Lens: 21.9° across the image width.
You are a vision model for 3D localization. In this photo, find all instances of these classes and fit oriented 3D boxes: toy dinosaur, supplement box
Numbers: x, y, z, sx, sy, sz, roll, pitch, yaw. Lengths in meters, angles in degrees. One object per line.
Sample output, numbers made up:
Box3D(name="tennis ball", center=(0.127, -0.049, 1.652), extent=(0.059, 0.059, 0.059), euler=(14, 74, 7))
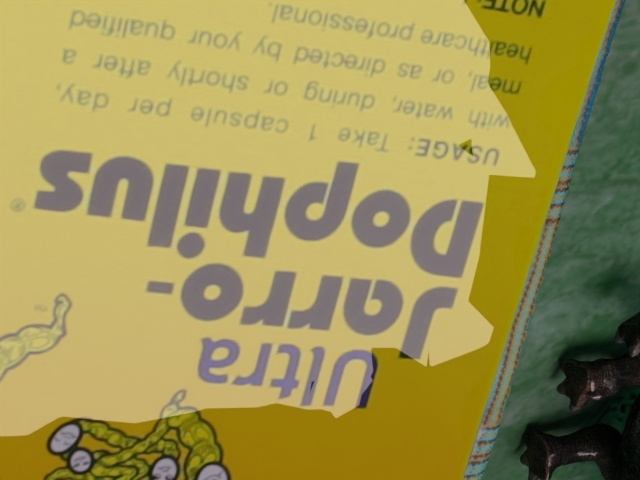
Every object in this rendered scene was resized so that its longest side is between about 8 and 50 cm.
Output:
Box3D(name="toy dinosaur", center=(0.223, 0.101, 0.983), extent=(0.160, 0.121, 0.314), euler=(0, 106, -31))
Box3D(name="supplement box", center=(-0.042, -0.070, 0.531), extent=(0.195, 0.194, 0.357), euler=(6, 111, -23))

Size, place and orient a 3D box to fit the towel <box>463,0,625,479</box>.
Box3D(name="towel", center=(0.000, 0.000, 0.738), extent=(0.271, 0.040, 0.370), euler=(0, 113, -31))
